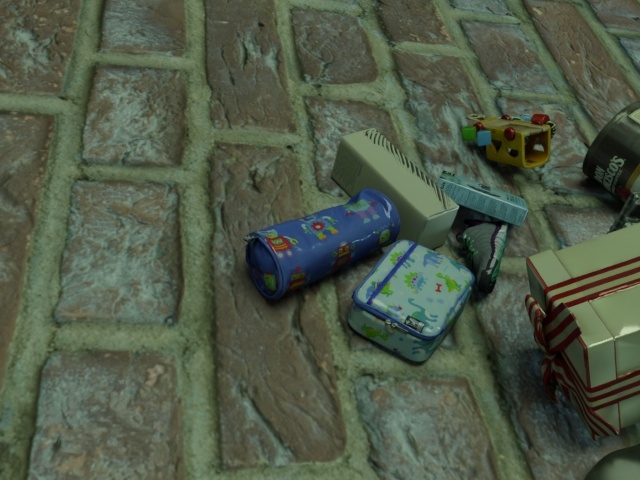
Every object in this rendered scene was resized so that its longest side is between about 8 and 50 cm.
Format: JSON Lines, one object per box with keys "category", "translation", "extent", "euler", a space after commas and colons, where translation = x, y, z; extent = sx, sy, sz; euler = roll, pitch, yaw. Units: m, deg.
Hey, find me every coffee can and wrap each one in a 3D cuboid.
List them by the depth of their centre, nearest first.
{"category": "coffee can", "translation": [0.747, -0.146, 1.753], "extent": [0.201, 0.202, 0.275], "euler": [-22, 53, -33]}

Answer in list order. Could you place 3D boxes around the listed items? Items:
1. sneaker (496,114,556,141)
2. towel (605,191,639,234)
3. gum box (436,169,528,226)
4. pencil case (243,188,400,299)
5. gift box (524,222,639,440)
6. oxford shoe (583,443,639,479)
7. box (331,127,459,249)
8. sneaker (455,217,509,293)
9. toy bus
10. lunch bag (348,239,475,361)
{"category": "sneaker", "translation": [0.481, -0.272, 1.937], "extent": [0.162, 0.064, 0.073], "euler": [4, 24, -16]}
{"category": "towel", "translation": [0.622, 0.049, 1.452], "extent": [0.234, 0.284, 0.121], "euler": [16, 41, 1]}
{"category": "gum box", "translation": [0.328, -0.088, 1.651], "extent": [0.184, 0.041, 0.157], "euler": [21, 14, 7]}
{"category": "pencil case", "translation": [0.000, 0.000, 1.461], "extent": [0.306, 0.119, 0.133], "euler": [-23, 45, -33]}
{"category": "gift box", "translation": [0.472, 0.147, 1.271], "extent": [0.258, 0.255, 0.276], "euler": [-19, 32, 2]}
{"category": "oxford shoe", "translation": [0.496, 0.358, 1.253], "extent": [0.212, 0.076, 0.076], "euler": [-25, 55, -15]}
{"category": "box", "translation": [0.144, -0.101, 1.614], "extent": [0.094, 0.113, 0.275], "euler": [-20, 53, -33]}
{"category": "sneaker", "translation": [0.302, 0.027, 1.554], "extent": [0.098, 0.083, 0.224], "euler": [13, 30, 14]}
{"category": "toy bus", "translation": [0.421, -0.219, 1.816], "extent": [0.190, 0.105, 0.202], "euler": [-1, 20, 15]}
{"category": "lunch bag", "translation": [0.159, 0.101, 1.420], "extent": [0.176, 0.090, 0.219], "euler": [28, 43, 19]}
